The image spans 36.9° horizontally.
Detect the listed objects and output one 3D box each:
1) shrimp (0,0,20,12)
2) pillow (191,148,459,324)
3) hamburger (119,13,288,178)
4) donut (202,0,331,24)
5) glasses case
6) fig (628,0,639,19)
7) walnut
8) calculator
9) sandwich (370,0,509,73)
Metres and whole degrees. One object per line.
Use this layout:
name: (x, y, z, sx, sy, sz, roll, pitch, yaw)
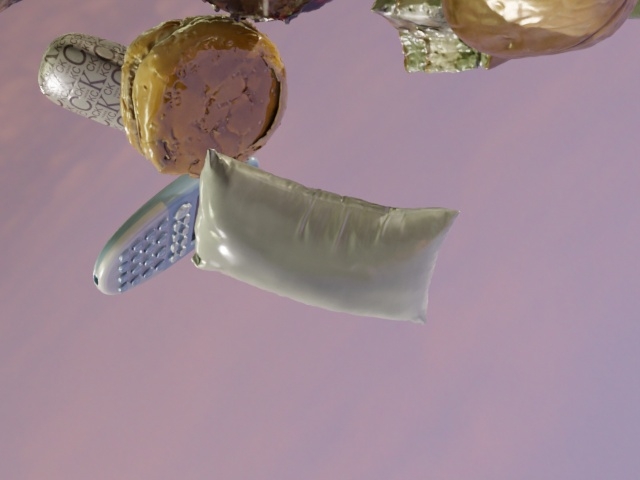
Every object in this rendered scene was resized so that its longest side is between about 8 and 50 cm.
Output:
shrimp: (-0.333, -0.201, 0.821, 0.219, 0.046, 0.152, -35, -134, -13)
pillow: (0.001, -0.001, 0.933, 0.078, 0.254, 0.144, -78, -176, -58)
hamburger: (-0.139, -0.179, 1.163, 0.214, 0.213, 0.108, -44, -132, -3)
donut: (-0.058, -0.371, 1.053, 0.270, 0.269, 0.103, -31, -149, 18)
glasses case: (-0.291, -0.241, 1.610, 0.137, 0.355, 0.085, -52, -150, 41)
fig: (0.505, -0.442, 1.520, 0.225, 0.203, 0.203, -29, -154, -15)
walnut: (0.213, -0.258, 0.940, 0.197, 0.165, 0.165, 7, -126, 42)
calculator: (-0.204, -0.028, 1.385, 0.303, 0.042, 0.188, -41, 163, -31)
sandwich: (0.206, -0.289, 1.248, 0.155, 0.227, 0.198, 12, -111, 49)
